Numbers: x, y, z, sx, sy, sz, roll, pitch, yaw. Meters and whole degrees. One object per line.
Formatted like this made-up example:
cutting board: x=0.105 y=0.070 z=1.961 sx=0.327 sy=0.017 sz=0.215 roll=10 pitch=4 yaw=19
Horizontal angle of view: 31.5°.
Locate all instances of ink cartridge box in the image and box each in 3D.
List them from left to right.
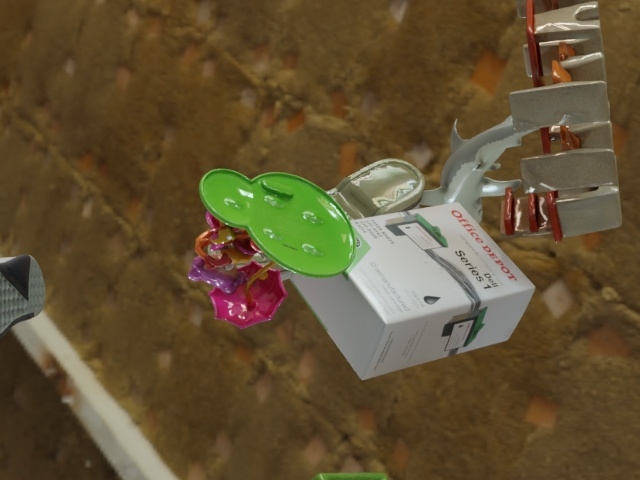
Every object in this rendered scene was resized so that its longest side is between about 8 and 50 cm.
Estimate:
ink cartridge box: x=0.104 y=0.050 z=1.272 sx=0.160 sy=0.219 sz=0.092 roll=52 pitch=-42 yaw=34

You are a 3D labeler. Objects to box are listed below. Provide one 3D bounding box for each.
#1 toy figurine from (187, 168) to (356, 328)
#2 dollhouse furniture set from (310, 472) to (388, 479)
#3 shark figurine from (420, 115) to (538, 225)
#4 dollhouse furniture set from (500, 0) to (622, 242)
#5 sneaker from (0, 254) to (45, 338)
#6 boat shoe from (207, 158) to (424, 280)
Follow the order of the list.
toy figurine: x=-0.077 y=0.022 z=1.160 sx=0.159 sy=0.173 sz=0.130 roll=-51 pitch=-151 yaw=39
dollhouse furniture set: x=-0.022 y=0.158 z=0.442 sx=0.152 sy=0.076 sz=0.058 roll=-51 pitch=-130 yaw=28
shark figurine: x=0.219 y=-0.129 z=1.527 sx=0.278 sy=0.166 sz=0.116 roll=-48 pitch=-139 yaw=43
dollhouse furniture set: x=0.243 y=-0.128 z=1.224 sx=0.135 sy=0.259 sz=0.262 roll=-6 pitch=-145 yaw=15
sneaker: x=-0.360 y=0.059 z=1.019 sx=0.163 sy=0.226 sz=0.086 roll=-9 pitch=-93 yaw=4
boat shoe: x=0.000 y=0.000 z=1.435 sx=0.113 sy=0.302 sz=0.103 roll=53 pitch=-28 yaw=34
